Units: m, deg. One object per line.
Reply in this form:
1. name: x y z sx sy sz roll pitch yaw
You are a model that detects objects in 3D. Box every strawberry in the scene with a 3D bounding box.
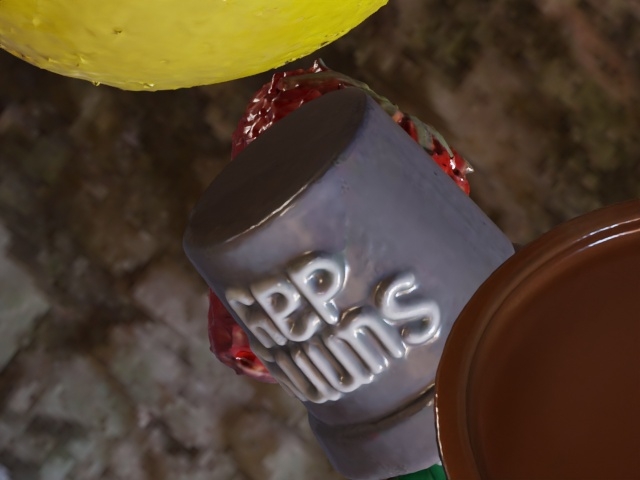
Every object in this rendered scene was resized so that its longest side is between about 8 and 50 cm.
1. strawberry: 0.000 0.000 1.435 0.205 0.244 0.205 29 5 -3

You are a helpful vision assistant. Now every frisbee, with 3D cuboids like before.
1. frisbee: 0.166 0.070 0.674 0.251 0.021 0.251 1 42 -1

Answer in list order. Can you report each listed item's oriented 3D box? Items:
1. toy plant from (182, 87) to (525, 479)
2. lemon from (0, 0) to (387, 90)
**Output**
1. toy plant: 0.085 0.105 1.168 0.400 0.279 0.185 49 -6 -19
2. lemon: -0.037 -0.127 0.460 0.173 0.173 0.206 38 -22 -3
